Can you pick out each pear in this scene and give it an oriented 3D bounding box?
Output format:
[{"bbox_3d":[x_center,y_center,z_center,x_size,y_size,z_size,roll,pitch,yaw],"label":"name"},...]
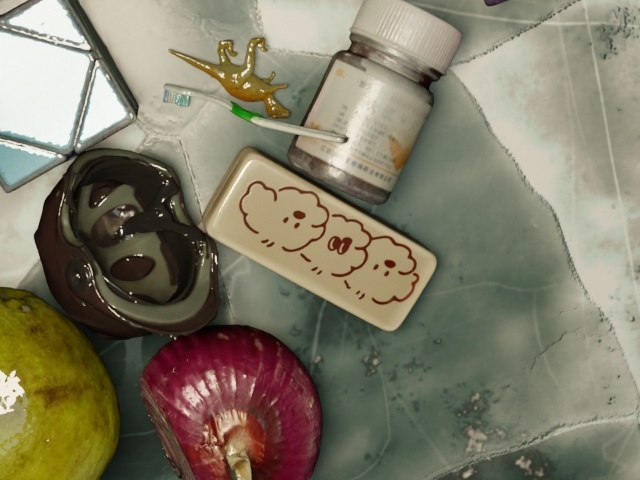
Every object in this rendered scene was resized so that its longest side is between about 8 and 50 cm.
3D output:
[{"bbox_3d":[-0.456,0.250,1.648,0.351,0.352,0.414,7,106,-9],"label":"pear"}]

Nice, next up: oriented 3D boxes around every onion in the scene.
[{"bbox_3d":[-0.126,0.235,1.743,0.256,0.272,0.231,-11,99,-43],"label":"onion"}]

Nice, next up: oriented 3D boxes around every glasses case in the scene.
[{"bbox_3d":[0.000,0.000,1.773,0.336,0.076,0.144,28,98,-17],"label":"glasses case"}]

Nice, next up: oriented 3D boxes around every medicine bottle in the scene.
[{"bbox_3d":[0.078,-0.201,1.717,0.165,0.165,0.273,25,97,-12],"label":"medicine bottle"}]

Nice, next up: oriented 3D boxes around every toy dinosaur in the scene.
[{"bbox_3d":[-0.129,-0.228,1.750,0.162,0.039,0.126,-10,103,-5],"label":"toy dinosaur"}]

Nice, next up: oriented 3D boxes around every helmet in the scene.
[{"bbox_3d":[-0.284,0.032,1.671,0.225,0.177,0.305,-1,63,-45],"label":"helmet"}]

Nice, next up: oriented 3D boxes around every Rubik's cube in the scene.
[{"bbox_3d":[-0.380,-0.209,1.632,0.205,0.207,0.205,-30,102,-2],"label":"Rubik's cube"}]

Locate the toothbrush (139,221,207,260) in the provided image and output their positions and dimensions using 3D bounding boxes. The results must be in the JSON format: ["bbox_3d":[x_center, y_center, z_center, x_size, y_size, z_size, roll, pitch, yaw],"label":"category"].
[{"bbox_3d":[-0.147,-0.032,1.789,0.269,0.027,0.021,-25,118,-3],"label":"toothbrush"}]

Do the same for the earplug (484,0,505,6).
[{"bbox_3d":[0.242,-0.567,1.660,0.215,0.215,0.456,-25,99,-3],"label":"earplug"}]

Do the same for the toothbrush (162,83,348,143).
[{"bbox_3d":[-0.096,-0.177,1.688,0.303,0.030,0.030,16,100,25],"label":"toothbrush"}]
